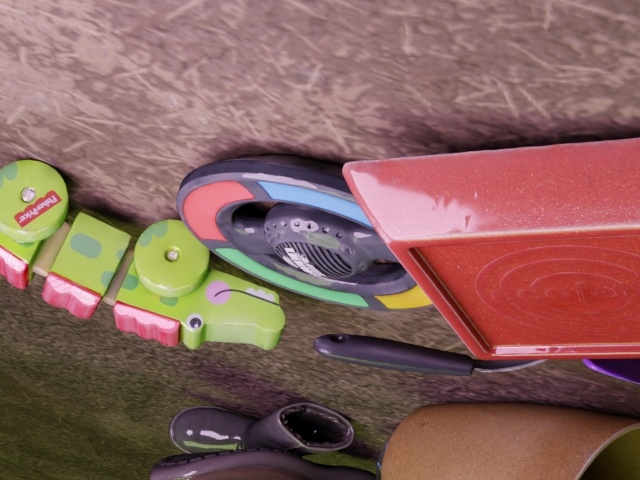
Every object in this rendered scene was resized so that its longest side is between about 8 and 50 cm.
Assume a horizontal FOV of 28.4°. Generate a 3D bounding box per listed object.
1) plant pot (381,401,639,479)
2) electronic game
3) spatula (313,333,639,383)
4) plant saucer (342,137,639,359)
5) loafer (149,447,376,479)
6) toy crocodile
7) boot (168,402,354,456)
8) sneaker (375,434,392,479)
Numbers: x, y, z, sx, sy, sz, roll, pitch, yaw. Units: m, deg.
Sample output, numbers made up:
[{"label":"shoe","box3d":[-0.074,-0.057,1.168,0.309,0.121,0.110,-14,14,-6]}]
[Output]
[{"label":"plant pot","box3d":[0.192,0.256,1.255,0.254,0.237,0.237,17,165,46]},{"label":"electronic game","box3d":[0.000,0.000,0.966,0.229,0.048,0.229,15,159,6]},{"label":"spatula","box3d":[0.142,0.092,0.990,0.296,0.030,0.084,2,-160,-4]},{"label":"plant saucer","box3d":[0.174,0.021,0.836,0.258,0.048,0.259,-3,151,24]},{"label":"loafer","box3d":[-0.053,0.331,1.548,0.134,0.130,0.366,-13,158,42]},{"label":"toy crocodile","box3d":[-0.192,0.024,1.083,0.340,0.105,0.115,22,159,-4]},{"label":"boot","box3d":[-0.079,0.240,1.581,0.189,0.076,0.208,8,169,-17]},{"label":"sneaker","box3d":[0.122,0.288,1.552,0.080,0.081,0.211,10,140,22]}]
